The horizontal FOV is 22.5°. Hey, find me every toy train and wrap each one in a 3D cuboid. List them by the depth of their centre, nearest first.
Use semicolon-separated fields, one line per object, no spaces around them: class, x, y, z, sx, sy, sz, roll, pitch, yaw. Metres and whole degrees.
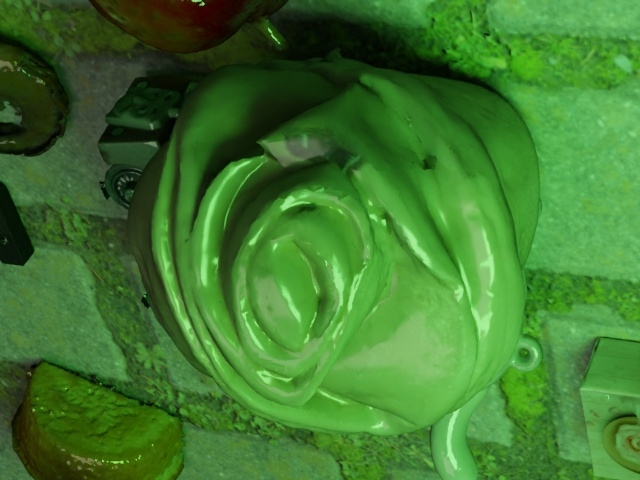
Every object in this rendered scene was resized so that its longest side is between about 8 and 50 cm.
toy train;-0.117;-0.020;1.656;0.159;0.129;0.326;1;131;21

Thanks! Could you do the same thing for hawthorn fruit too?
hawthorn fruit;-0.111;-0.253;1.347;0.215;0.215;0.250;-18;116;40

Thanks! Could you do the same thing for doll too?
doll;0.094;0.092;1.614;0.242;0.159;0.311;-3;104;-1

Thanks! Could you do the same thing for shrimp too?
shrimp;-0.378;-0.152;1.735;0.253;0.058;0.173;-4;137;31

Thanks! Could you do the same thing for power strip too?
power strip;-0.370;-0.019;1.873;0.038;0.029;0.111;5;133;26

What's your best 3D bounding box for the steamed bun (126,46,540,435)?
steamed bun;0.000;0.000;1.398;0.367;0.255;0.343;10;94;7

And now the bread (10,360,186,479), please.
bread;-0.293;0.257;2.031;0.229;0.139;0.143;21;130;9

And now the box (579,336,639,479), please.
box;0.368;0.180;1.610;0.199;0.081;0.135;7;134;27
